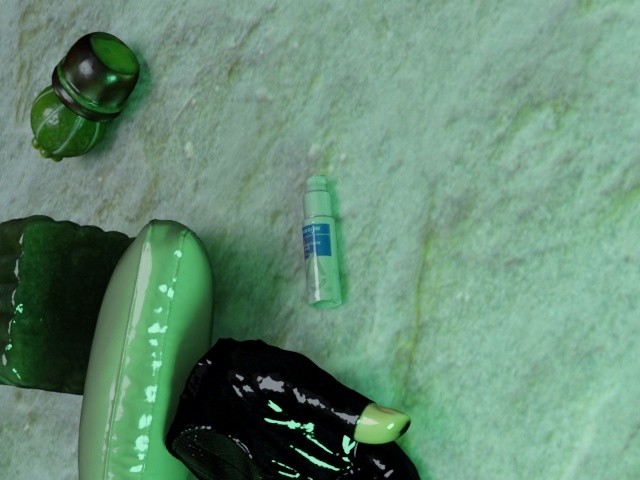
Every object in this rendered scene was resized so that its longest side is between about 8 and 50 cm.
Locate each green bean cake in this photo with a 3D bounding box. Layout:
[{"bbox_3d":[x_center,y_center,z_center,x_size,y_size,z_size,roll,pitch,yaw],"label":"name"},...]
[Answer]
[{"bbox_3d":[-0.269,0.075,1.939,0.094,0.185,0.183,-5,77,54],"label":"green bean cake"}]

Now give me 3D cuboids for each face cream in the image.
[{"bbox_3d":[0.000,0.000,1.761,0.034,0.034,0.130,-20,67,45],"label":"face cream"}]

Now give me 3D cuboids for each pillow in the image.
[{"bbox_3d":[-0.174,0.141,1.820,0.255,0.119,0.322,145,134,-87],"label":"pillow"}]

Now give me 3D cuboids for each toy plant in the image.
[{"bbox_3d":[-0.276,-0.158,2.062,0.162,0.093,0.093,-48,50,31],"label":"toy plant"}]

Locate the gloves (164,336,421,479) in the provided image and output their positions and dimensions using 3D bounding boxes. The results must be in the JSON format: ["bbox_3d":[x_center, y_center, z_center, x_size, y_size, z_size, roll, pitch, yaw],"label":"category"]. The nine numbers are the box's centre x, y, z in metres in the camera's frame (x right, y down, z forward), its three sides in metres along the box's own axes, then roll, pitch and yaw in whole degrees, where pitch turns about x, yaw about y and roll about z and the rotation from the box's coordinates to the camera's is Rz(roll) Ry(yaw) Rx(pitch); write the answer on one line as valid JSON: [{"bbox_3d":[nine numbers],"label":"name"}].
[{"bbox_3d":[-0.007,0.200,1.642,0.301,0.152,0.197,47,125,43],"label":"gloves"}]
